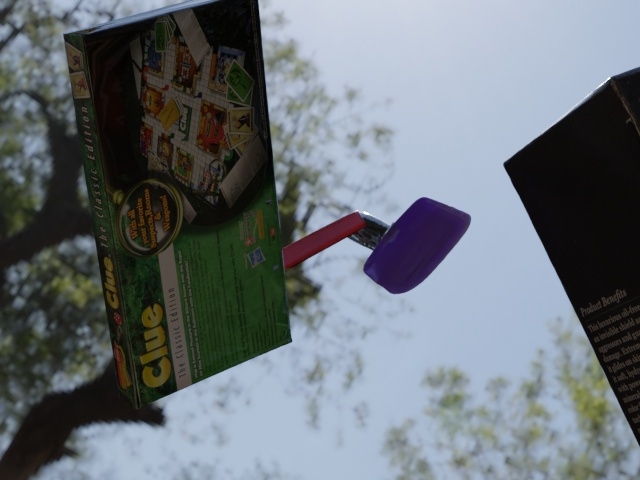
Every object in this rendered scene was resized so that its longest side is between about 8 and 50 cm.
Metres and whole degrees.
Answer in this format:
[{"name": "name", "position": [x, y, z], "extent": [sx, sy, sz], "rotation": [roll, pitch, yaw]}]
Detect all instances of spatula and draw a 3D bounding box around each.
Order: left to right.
[{"name": "spatula", "position": [0.056, -0.002, 1.252], "extent": [0.030, 0.084, 0.296], "rotation": [40, -3, -9]}]

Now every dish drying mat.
[{"name": "dish drying mat", "position": [0.000, 0.000, 1.301], "extent": [0.008, 0.083, 0.032], "rotation": [61, 1, -31]}]

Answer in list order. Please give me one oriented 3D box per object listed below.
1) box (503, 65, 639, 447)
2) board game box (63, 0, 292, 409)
[{"name": "box", "position": [0.350, -0.004, 1.137], "extent": [0.294, 0.296, 0.183], "rotation": [66, -27, 7]}, {"name": "board game box", "position": [-0.089, -0.027, 0.991], "extent": [0.030, 0.136, 0.259], "rotation": [21, -57, 46]}]
